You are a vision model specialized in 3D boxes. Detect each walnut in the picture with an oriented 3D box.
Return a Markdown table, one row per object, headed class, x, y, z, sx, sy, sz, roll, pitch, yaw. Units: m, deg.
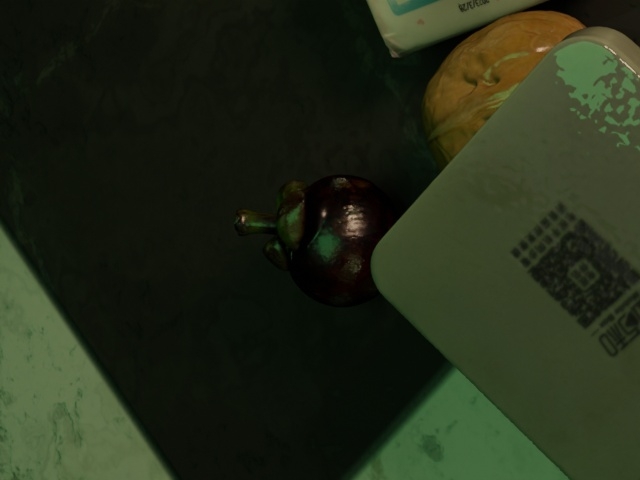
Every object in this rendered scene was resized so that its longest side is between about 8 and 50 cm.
| class | x | y | z | sx | sy | sz | roll | pitch | yaw |
| --- | --- | --- | --- | --- | --- | --- | --- | --- | --- |
| walnut | 0.217 | -0.146 | 1.432 | 0.225 | 0.193 | 0.193 | -38 | 70 | 33 |

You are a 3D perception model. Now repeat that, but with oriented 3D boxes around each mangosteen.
| class | x | y | z | sx | sy | sz | roll | pitch | yaw |
| --- | --- | --- | --- | --- | --- | --- | --- | --- | --- |
| mangosteen | 0.011 | -0.002 | 1.588 | 0.172 | 0.184 | 0.173 | -15 | 69 | 46 |

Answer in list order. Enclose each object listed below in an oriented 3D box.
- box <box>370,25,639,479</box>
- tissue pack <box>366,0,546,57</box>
| class | x | y | z | sx | sy | sz | roll | pitch | yaw |
| --- | --- | --- | --- | --- | --- | --- | --- | --- | --- |
| box | 0.282 | 0.029 | 1.315 | 0.373 | 0.090 | 0.367 | 44 | 120 | 5 |
| tissue pack | 0.168 | -0.343 | 1.469 | 0.271 | 0.124 | 0.201 | -16 | 105 | 36 |
